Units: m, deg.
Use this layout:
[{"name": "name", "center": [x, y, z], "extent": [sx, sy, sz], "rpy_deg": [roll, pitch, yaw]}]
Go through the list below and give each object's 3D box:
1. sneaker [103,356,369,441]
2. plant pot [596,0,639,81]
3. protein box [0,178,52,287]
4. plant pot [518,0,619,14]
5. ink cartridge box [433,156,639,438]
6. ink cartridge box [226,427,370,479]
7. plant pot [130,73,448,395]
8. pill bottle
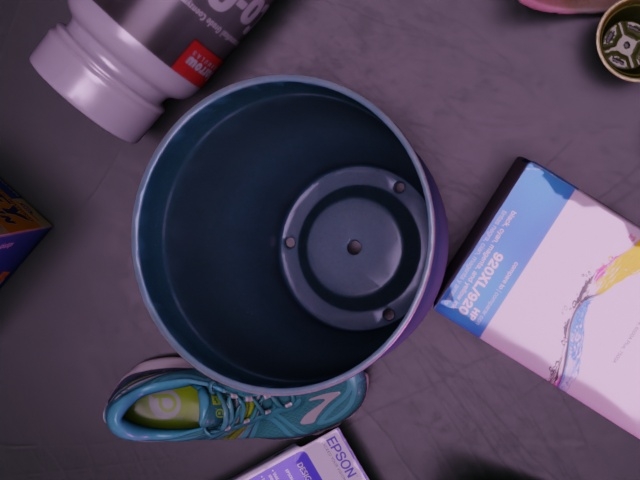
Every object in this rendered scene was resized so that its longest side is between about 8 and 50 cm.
[{"name": "sneaker", "center": [-0.086, 0.168, 1.271], "extent": [0.275, 0.110, 0.107], "rpy_deg": [-9, 95, 4]}, {"name": "plant pot", "center": [0.309, -0.196, 1.228], "extent": [0.083, 0.079, 0.083], "rpy_deg": [0, 93, 5]}, {"name": "protein box", "center": [-0.405, 0.021, 1.241], "extent": [0.136, 0.200, 0.201], "rpy_deg": [41, 96, 0]}, {"name": "plant pot", "center": [0.306, -0.406, 1.115], "extent": [0.334, 0.334, 0.305], "rpy_deg": [-11, 83, 5]}, {"name": "ink cartridge box", "center": [0.250, 0.050, 1.204], "extent": [0.233, 0.171, 0.168], "rpy_deg": [32, 97, 2]}, {"name": "ink cartridge box", "center": [-0.019, 0.325, 1.306], "extent": [0.208, 0.045, 0.206], "rpy_deg": [-29, 95, 7]}, {"name": "plant pot", "center": [0.000, 0.000, 1.165], "extent": [0.272, 0.255, 0.271], "rpy_deg": [-1, 87, 17]}, {"name": "pill bottle", "center": [-0.142, -0.243, 1.220], "extent": [0.161, 0.161, 0.283], "rpy_deg": [41, 96, 1]}]
